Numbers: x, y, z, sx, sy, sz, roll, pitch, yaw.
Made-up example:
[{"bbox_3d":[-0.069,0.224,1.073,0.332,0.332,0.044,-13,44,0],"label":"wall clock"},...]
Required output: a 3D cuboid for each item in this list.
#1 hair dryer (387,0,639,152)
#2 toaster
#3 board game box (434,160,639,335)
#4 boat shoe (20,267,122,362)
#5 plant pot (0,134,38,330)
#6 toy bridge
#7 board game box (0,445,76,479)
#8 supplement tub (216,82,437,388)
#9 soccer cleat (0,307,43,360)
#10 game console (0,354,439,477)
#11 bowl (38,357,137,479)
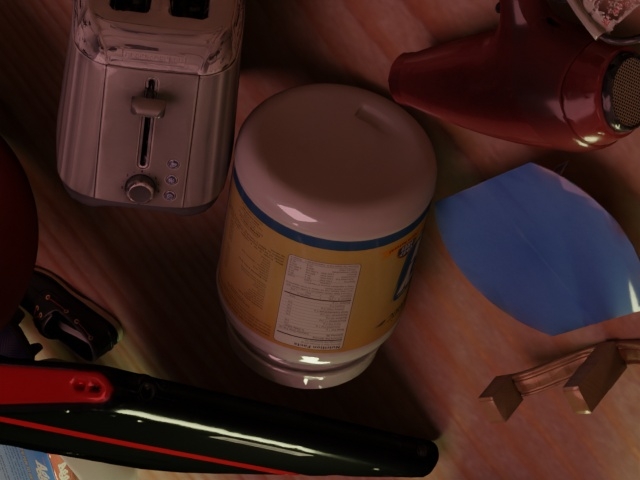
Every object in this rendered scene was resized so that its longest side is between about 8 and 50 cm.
[{"bbox_3d":[0.136,-0.162,1.190,0.224,0.080,0.293,56,138,13],"label":"hair dryer"},{"bbox_3d":[-0.117,-0.137,1.341,0.129,0.227,0.146,8,133,-5],"label":"toaster"},{"bbox_3d":[0.161,0.000,1.322,0.133,0.033,0.168,49,147,-12],"label":"board game box"},{"bbox_3d":[-0.247,0.066,1.747,0.133,0.042,0.049,31,141,21],"label":"boat shoe"},{"bbox_3d":[-0.376,-0.036,1.530,0.275,0.275,0.243,40,167,7],"label":"plant pot"},{"bbox_3d":[0.197,0.097,1.347,0.188,0.063,0.026,-11,115,45],"label":"toy bridge"},{"bbox_3d":[-0.301,0.304,2.018,0.145,0.027,0.281,17,133,34],"label":"board game box"},{"bbox_3d":[0.000,0.000,1.377,0.144,0.144,0.200,31,140,18],"label":"supplement tub"},{"bbox_3d":[-0.382,0.093,1.813,0.289,0.121,0.093,13,136,50],"label":"soccer cleat"},{"bbox_3d":[-0.145,0.140,1.520,0.342,0.060,0.386,-6,164,41],"label":"game console"},{"bbox_3d":[-0.221,0.176,1.770,0.142,0.053,0.142,56,178,-21],"label":"bowl"}]
